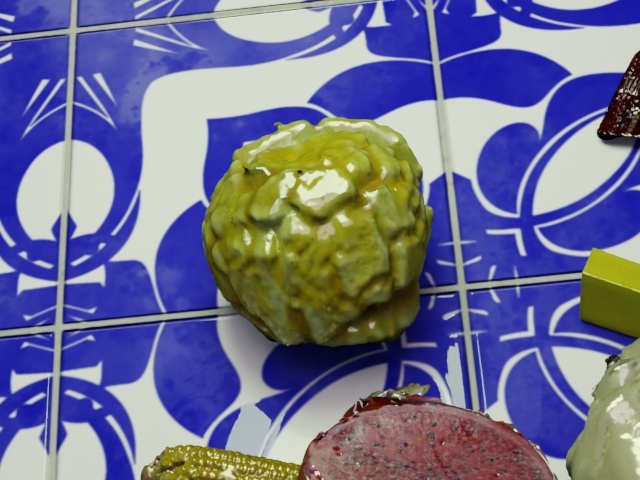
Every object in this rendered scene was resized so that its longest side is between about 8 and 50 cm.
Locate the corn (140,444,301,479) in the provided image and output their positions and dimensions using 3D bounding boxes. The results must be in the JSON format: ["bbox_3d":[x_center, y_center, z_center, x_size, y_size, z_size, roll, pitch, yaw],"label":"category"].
[{"bbox_3d":[-0.074,0.285,1.966,0.261,0.097,0.097,9,56,12],"label":"corn"}]

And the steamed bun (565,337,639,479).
[{"bbox_3d":[0.384,0.238,1.873,0.320,0.206,0.275,-13,59,-36],"label":"steamed bun"}]

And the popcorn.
[{"bbox_3d":[-0.007,-0.006,2.079,0.282,0.247,0.282,-2,36,1],"label":"popcorn"}]

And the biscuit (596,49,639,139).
[{"bbox_3d":[0.484,-0.164,2.238,0.235,0.063,0.151,19,70,15],"label":"biscuit"}]

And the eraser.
[{"bbox_3d":[0.366,0.069,2.061,0.122,0.097,0.045,18,56,19],"label":"eraser"}]

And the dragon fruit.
[{"bbox_3d":[0.086,0.347,1.794,0.296,0.263,0.314,23,35,15],"label":"dragon fruit"}]
